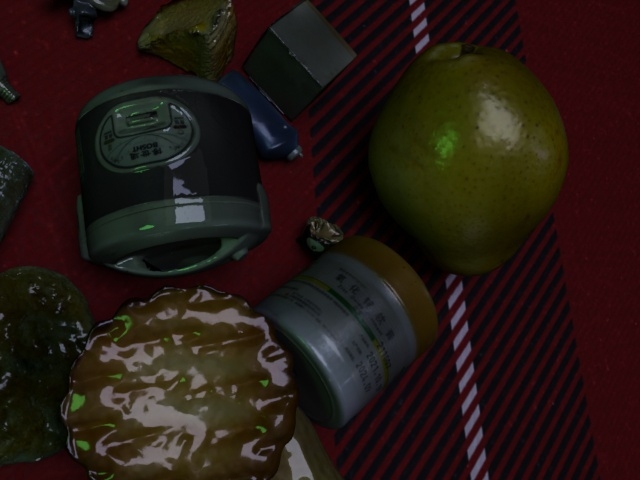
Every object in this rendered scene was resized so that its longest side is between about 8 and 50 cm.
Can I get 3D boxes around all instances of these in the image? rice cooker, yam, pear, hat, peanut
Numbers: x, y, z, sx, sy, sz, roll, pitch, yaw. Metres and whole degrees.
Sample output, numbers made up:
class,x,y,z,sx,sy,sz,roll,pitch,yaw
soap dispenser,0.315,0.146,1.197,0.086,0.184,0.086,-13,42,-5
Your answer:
class,x,y,z,sx,sy,sz,roll,pitch,yaw
rice cooker,-0.227,-0.082,0.964,0.288,0.288,0.277,-3,77,-26
yam,-0.490,-0.054,0.941,0.078,0.078,0.179,25,62,-17
pear,0.267,-0.152,1.176,0.362,0.362,0.418,-27,117,-29
hat,0.000,0.000,1.167,0.077,0.059,0.076,22,37,-17
peanut,-0.052,0.366,0.992,0.147,0.147,0.319,-29,87,-30

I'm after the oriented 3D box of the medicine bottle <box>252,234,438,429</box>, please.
class,x,y,z,sx,sy,sz,roll,pitch,yaw
medicine bottle,0.033,0.147,1.037,0.232,0.238,0.238,-36,92,-30

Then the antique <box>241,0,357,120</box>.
class,x,y,z,sx,sy,sz,roll,pitch,yaw
antique,-0.039,-0.345,1.204,0.152,0.146,0.148,47,60,-7

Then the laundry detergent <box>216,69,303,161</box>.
class,x,y,z,sx,sy,sz,roll,pitch,yaw
laundry detergent,-0.115,-0.219,1.179,0.206,0.061,0.097,41,54,-10

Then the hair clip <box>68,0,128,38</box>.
class,x,y,z,sx,sy,sz,roll,pitch,yaw
hair clip,-0.411,-0.446,1.108,0.146,0.056,0.187,6,69,-31

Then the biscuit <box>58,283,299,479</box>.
class,x,y,z,sx,sy,sz,roll,pitch,yaw
biscuit,-0.191,0.225,0.893,0.325,0.107,0.326,2,82,-12

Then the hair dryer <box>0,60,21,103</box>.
class,x,y,z,sx,sy,sz,roll,pitch,yaw
hair dryer,-0.561,-0.411,1.017,0.298,0.119,0.296,37,58,-30

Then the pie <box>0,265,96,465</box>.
class,x,y,z,sx,sy,sz,roll,pitch,yaw
pie,-0.412,0.167,0.852,0.277,0.078,0.277,19,66,-51

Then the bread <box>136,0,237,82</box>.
class,x,y,z,sx,sy,sz,roll,pitch,yaw
bread,-0.238,-0.381,1.129,0.160,0.169,0.140,24,67,-2
